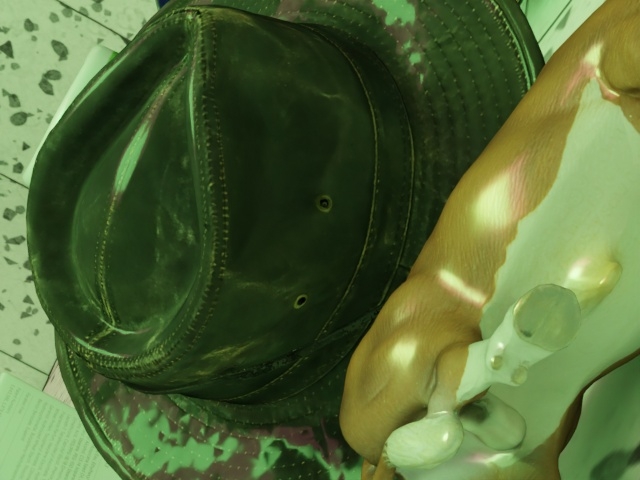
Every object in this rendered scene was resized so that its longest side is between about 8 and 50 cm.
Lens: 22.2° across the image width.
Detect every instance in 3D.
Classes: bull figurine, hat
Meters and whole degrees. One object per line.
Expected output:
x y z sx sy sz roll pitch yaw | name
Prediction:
0.112 -0.024 0.608 0.310 0.101 0.188 -61 12 0 | bull figurine
-0.057 -0.026 0.795 0.331 0.134 0.331 -11 71 36 | hat

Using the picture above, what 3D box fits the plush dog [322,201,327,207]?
0.000 0.000 0.939 0.262 0.210 0.225 135 138 -57 | plush dog

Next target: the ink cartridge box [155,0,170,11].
-0.044 -0.100 1.137 0.371 0.069 0.176 78 -161 -44 | ink cartridge box

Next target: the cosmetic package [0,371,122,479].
-0.243 0.244 1.400 0.151 0.183 0.151 -56 10 29 | cosmetic package

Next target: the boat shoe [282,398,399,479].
0.008 0.116 0.835 0.228 0.068 0.081 -56 12 29 | boat shoe

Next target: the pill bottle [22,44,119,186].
-0.115 -0.051 1.390 0.136 0.245 0.136 -58 11 18 | pill bottle

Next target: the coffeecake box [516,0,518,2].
0.100 -0.250 1.156 0.185 0.142 0.068 -61 9 1 | coffeecake box
